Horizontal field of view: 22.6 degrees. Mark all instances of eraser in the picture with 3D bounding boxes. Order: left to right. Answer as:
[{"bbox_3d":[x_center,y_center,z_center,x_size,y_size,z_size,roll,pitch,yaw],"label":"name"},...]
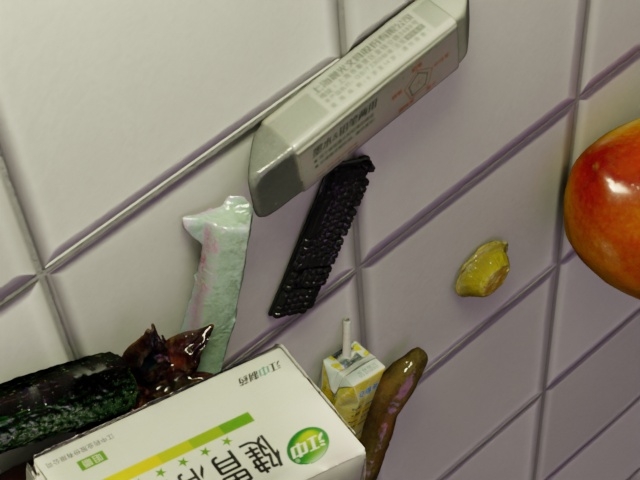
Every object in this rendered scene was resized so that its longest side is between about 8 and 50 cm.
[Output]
[{"bbox_3d":[0.047,-0.157,1.720,0.352,0.061,0.089,-39,152,-17],"label":"eraser"}]

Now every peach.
[{"bbox_3d":[0.492,-0.041,2.281,0.308,0.289,0.289,-19,141,-54],"label":"peach"}]

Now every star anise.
[{"bbox_3d":[-0.178,0.145,1.761,0.212,0.053,0.157,4,122,-25],"label":"star anise"}]

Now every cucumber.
[{"bbox_3d":[-0.301,0.173,1.635,0.241,0.074,0.074,-15,138,-42],"label":"cucumber"}]

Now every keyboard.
[{"bbox_3d":[0.000,0.001,1.898,0.072,0.023,0.231,-14,137,-44],"label":"keyboard"}]

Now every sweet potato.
[{"bbox_3d":[0.078,0.265,2.302,0.075,0.075,0.273,-10,131,-50],"label":"sweet potato"}]

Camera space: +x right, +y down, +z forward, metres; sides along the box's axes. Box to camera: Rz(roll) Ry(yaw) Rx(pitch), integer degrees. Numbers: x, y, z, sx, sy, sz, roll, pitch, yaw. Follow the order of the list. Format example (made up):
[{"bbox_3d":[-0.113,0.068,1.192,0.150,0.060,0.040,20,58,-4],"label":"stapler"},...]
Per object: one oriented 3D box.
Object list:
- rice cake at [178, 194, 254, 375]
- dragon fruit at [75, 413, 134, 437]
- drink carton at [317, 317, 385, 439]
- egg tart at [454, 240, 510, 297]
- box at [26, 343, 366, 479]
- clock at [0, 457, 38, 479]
[{"bbox_3d":[-0.129,0.068,1.780,0.081,0.051,0.290,1,133,-13],"label":"rice cake"},{"bbox_3d":[-0.235,0.226,1.840,0.131,0.063,0.097,0,97,-45],"label":"dragon fruit"},{"bbox_3d":[0.036,0.193,2.142,0.084,0.074,0.200,-26,146,-37],"label":"drink carton"},{"bbox_3d":[0.236,0.046,2.276,0.105,0.039,0.105,-37,152,-23],"label":"egg tart"},{"bbox_3d":[-0.134,0.268,1.702,0.333,0.173,0.145,-23,141,-26],"label":"box"},{"bbox_3d":[-0.354,0.369,1.805,0.318,0.080,0.318,-33,143,-29],"label":"clock"}]
